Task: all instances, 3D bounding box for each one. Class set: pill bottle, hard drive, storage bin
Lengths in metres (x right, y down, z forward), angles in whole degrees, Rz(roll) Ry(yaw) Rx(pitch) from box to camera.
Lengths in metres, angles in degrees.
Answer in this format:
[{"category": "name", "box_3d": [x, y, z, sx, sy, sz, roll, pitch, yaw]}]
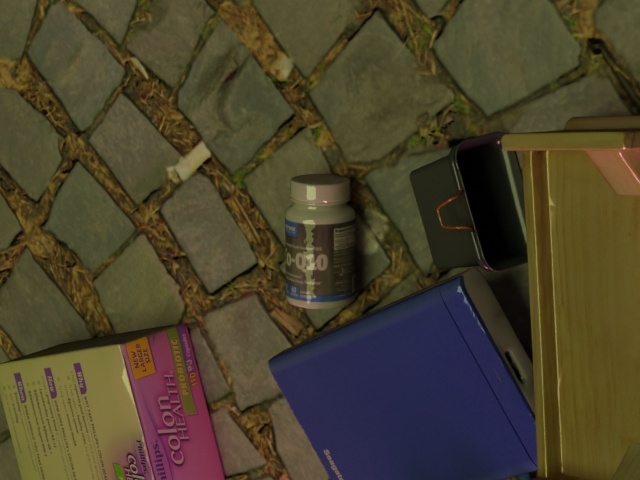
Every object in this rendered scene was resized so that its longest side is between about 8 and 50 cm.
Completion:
[{"category": "pill bottle", "box_3d": [0.000, 0.000, 1.796, 0.078, 0.078, 0.137, 9, 106, 37]}, {"category": "hard drive", "box_3d": [0.097, 0.171, 1.740, 0.319, 0.040, 0.210, -27, 93, 47]}, {"category": "storage bin", "box_3d": [0.145, -0.030, 1.671, 0.091, 0.098, 0.135, -16, 91, 50]}]

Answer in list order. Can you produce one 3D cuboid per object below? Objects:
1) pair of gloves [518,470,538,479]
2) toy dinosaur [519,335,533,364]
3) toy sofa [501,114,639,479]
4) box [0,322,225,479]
[{"category": "pair of gloves", "box_3d": [0.258, 0.188, 1.657, 0.198, 0.023, 0.159, -29, 95, 42]}, {"category": "toy dinosaur", "box_3d": [0.209, 0.127, 1.687, 0.090, 0.047, 0.082, 38, 136, 16]}, {"category": "toy sofa", "box_3d": [0.284, 0.066, 1.525, 0.150, 0.177, 0.362, 3, 98, 50]}, {"category": "box", "box_3d": [-0.261, 0.229, 2.034, 0.243, 0.117, 0.213, -12, 93, 40]}]
